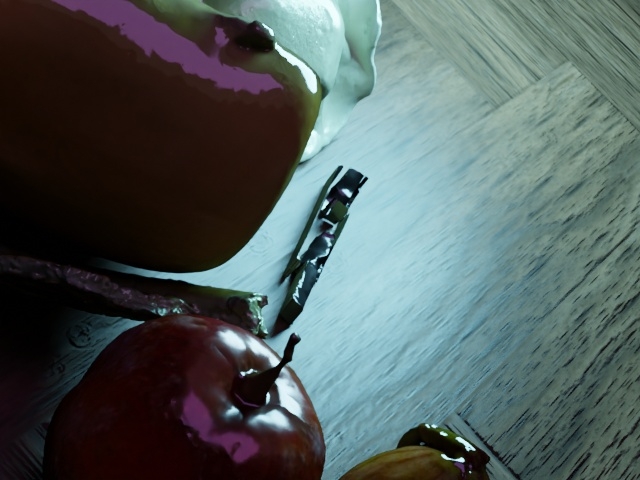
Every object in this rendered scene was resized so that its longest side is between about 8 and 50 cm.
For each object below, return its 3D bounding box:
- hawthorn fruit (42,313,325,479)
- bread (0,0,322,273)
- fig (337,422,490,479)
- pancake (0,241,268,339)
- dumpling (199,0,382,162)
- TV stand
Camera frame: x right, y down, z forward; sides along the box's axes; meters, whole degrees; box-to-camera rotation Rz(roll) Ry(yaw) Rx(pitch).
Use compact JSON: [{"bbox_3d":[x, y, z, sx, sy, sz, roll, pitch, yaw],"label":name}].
[{"bbox_3d":[-0.093,0.162,1.220,0.241,0.272,0.242,31,27,-18],"label":"hawthorn fruit"},{"bbox_3d":[-0.213,-0.125,1.359,0.376,0.253,0.348,26,-2,-15],"label":"bread"},{"bbox_3d":[0.090,0.265,1.331,0.205,0.205,0.205,21,43,-22],"label":"fig"},{"bbox_3d":[-0.226,0.029,1.298,0.376,0.197,0.054,13,83,-15],"label":"pancake"},{"bbox_3d":[-0.071,-0.207,1.700,0.318,0.187,0.243,-18,106,-38],"label":"dumpling"},{"bbox_3d":[0.000,0.000,1.625,0.042,0.036,0.249,35,40,-9],"label":"TV stand"}]
